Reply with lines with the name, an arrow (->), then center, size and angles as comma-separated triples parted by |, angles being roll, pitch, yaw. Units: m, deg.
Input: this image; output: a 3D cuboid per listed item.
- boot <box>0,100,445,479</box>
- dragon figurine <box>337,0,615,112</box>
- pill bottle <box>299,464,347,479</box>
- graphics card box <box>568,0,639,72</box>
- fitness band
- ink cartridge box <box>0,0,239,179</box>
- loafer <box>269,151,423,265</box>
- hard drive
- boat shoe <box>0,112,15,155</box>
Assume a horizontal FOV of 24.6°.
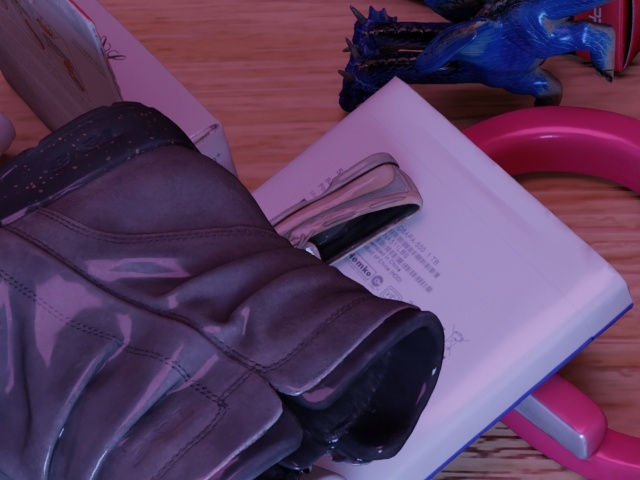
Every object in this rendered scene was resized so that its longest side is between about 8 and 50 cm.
boot -> -0.129, 0.084, 0.622 | 0.338, 0.118, 0.223 | -39, 53, -16
dragon figurine -> 0.107, -0.141, 0.925 | 0.144, 0.289, 0.085 | 9, 73, -18
pill bottle -> -0.082, 0.127, 0.721 | 0.187, 0.112, 0.112 | 14, 54, 28
graphics card box -> 0.123, -0.282, 1.109 | 0.371, 0.094, 0.233 | 25, 59, 27
fitness band -> 0.173, 0.028, 0.870 | 0.209, 0.054, 0.291 | -33, 53, -20
ink cartridge box -> -0.155, -0.128, 0.935 | 0.060, 0.239, 0.275 | -33, 52, -16
loafer -> 0.000, 0.000, 0.814 | 0.125, 0.045, 0.039 | -37, 60, -7
hard drive -> -0.015, 0.068, 0.828 | 0.319, 0.040, 0.210 | -39, 53, -5
boat shoe -> -0.328, -0.110, 1.061 | 0.258, 0.095, 0.084 | 33, 58, 20
